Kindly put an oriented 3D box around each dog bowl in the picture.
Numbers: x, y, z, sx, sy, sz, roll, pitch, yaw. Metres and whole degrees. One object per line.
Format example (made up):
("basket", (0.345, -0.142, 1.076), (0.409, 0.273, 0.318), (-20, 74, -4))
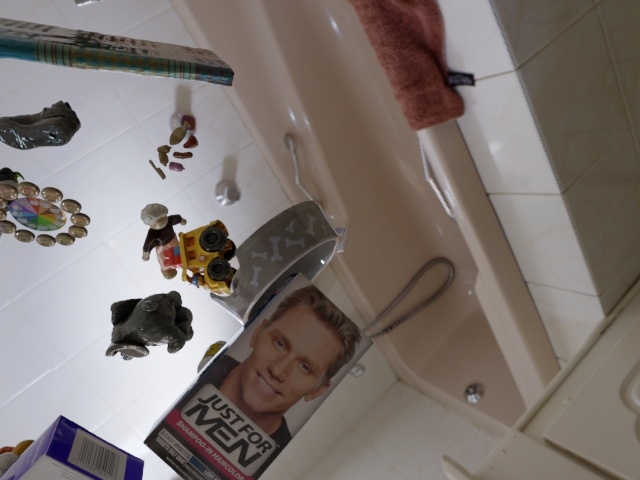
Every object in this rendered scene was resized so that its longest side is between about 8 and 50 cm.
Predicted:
("dog bowl", (-0.094, 0.065, 1.121), (0.102, 0.348, 0.349), (47, 161, 15))

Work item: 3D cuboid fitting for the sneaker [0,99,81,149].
("sneaker", (-0.720, -0.298, 1.209), (0.227, 0.130, 0.087), (-1, 128, 11))

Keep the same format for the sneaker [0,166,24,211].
("sneaker", (-0.712, -0.105, 0.926), (0.084, 0.234, 0.097), (114, 154, -65))

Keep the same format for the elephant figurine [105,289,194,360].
("elephant figurine", (-0.442, 0.223, 1.127), (0.169, 0.239, 0.186), (-83, -28, -69))

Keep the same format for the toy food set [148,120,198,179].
("toy food set", (-0.309, -0.190, 1.014), (0.078, 0.122, 0.019), (51, -172, 7))

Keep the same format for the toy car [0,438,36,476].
("toy car", (-0.634, 0.513, 0.968), (0.159, 0.136, 0.182), (52, -154, -74))

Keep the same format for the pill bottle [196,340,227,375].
("pill bottle", (-0.229, 0.264, 1.035), (0.065, 0.065, 0.116), (54, -176, -8))

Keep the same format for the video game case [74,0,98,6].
("video game case", (-0.457, -0.608, 0.973), (0.022, 0.173, 0.191), (-85, -18, -76))

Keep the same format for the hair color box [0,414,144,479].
("hair color box", (-0.490, 0.487, 0.802), (0.185, 0.339, 0.110), (44, -179, -23))

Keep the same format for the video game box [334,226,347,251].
("video game box", (0.000, 0.000, 1.718), (0.205, 0.187, 0.048), (-68, -31, -73))

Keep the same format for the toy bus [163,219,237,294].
("toy bus", (-0.365, 0.070, 1.423), (0.149, 0.211, 0.220), (79, 178, -72))

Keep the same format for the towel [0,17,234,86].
("towel", (-0.329, -0.276, 0.685), (0.271, 0.370, 0.040), (-123, 39, -57))

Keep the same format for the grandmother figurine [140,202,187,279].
("grandmother figurine", (-0.545, -0.011, 1.651), (0.104, 0.208, 0.342), (19, 147, 13))

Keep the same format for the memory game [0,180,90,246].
("memory game", (-0.545, -0.045, 0.906), (0.186, 0.186, 0.012), (75, -173, -50))

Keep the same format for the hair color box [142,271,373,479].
("hair color box", (-0.096, 0.235, 0.770), (0.174, 0.347, 0.105), (43, 168, -4))

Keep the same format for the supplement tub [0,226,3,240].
("supplement tub", (-0.419, 0.027, 0.539), (0.071, 0.107, 0.071), (18, -177, -1))
